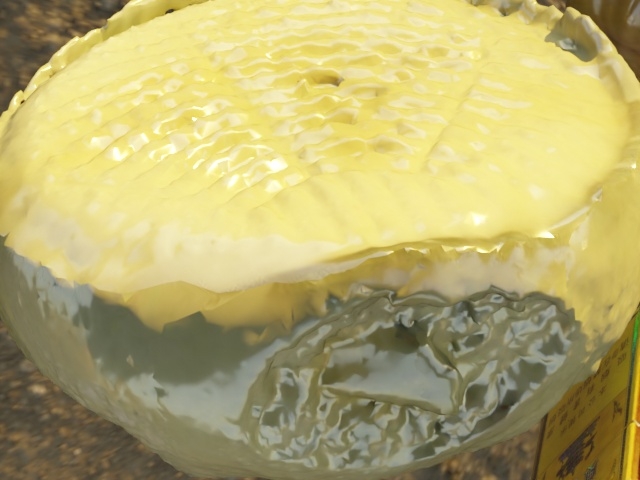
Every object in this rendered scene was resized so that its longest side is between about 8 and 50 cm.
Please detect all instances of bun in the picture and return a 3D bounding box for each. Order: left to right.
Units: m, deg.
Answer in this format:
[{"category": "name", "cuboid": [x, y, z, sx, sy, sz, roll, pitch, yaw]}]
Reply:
[{"category": "bun", "cuboid": [0.001, 0.001, 0.863, 0.364, 0.364, 0.202, 6, 126, 13]}]

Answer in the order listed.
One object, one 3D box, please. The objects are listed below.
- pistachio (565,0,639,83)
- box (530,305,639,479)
[{"category": "pistachio", "cuboid": [0.331, -0.261, 1.439, 0.163, 0.212, 0.260, 32, 64, 6]}, {"category": "box", "cuboid": [0.291, 0.220, 1.577, 0.084, 0.301, 0.193, 32, 124, -6]}]
